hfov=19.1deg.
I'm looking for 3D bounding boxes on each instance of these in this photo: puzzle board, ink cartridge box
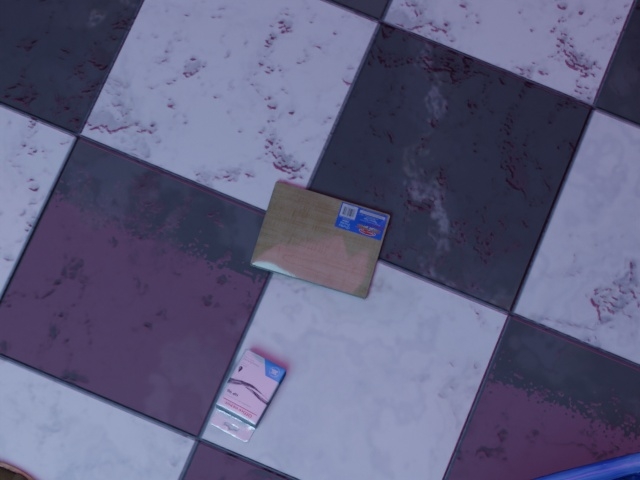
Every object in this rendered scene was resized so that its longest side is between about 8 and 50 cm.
[{"bbox_3d":[0.000,0.000,2.012,0.128,0.011,0.096,17,74,2],"label":"puzzle board"},{"bbox_3d":[-0.075,0.160,1.957,0.048,0.028,0.083,27,76,5],"label":"ink cartridge box"}]

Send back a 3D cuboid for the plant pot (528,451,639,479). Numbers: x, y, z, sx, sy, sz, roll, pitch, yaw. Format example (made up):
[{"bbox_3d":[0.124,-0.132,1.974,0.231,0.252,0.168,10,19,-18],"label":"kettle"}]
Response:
[{"bbox_3d":[0.232,0.352,1.822,0.236,0.212,0.236,-16,76,-7],"label":"plant pot"}]

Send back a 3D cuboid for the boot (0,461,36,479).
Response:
[{"bbox_3d":[-0.300,0.283,1.873,0.305,0.115,0.112,24,77,5],"label":"boot"}]
